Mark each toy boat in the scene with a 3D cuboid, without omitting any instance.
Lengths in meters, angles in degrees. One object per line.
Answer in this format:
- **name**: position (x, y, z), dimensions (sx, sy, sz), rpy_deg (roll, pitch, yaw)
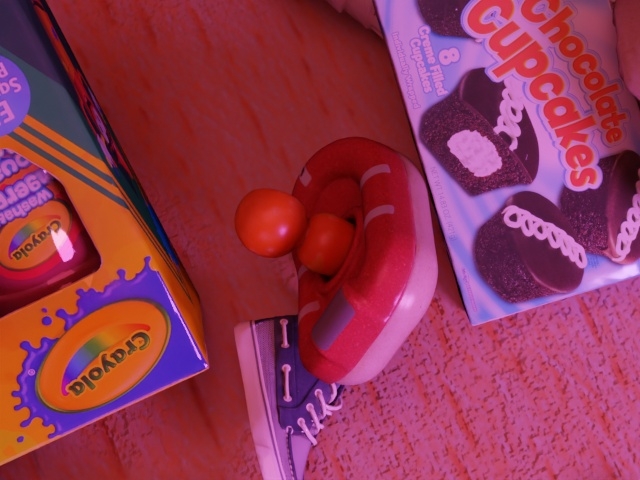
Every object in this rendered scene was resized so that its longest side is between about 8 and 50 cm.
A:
- **toy boat**: position (0.000, 0.000, 1.109), dimensions (0.151, 0.231, 0.151), rpy_deg (24, 121, -17)

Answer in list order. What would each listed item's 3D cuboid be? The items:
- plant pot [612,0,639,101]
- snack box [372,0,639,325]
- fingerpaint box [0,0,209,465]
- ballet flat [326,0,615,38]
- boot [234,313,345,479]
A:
- **plant pot**: position (0.406, -0.128, 1.054), dimensions (0.305, 0.334, 0.334), rpy_deg (-15, 71, 21)
- **snack box**: position (0.169, -0.108, 1.138), dimensions (0.187, 0.060, 0.322), rpy_deg (-17, 98, 3)
- **fingerpaint box**: position (-0.368, 0.019, 1.087), dimensions (0.445, 0.163, 0.371), rpy_deg (-24, 111, 0)
- **ballet flat**: position (0.127, -0.232, 1.216), dimensions (0.409, 0.147, 0.147), rpy_deg (4, 74, 9)
- **boot**: position (-0.016, 0.144, 1.141), dimensions (0.086, 0.069, 0.190), rpy_deg (-13, 61, 0)
